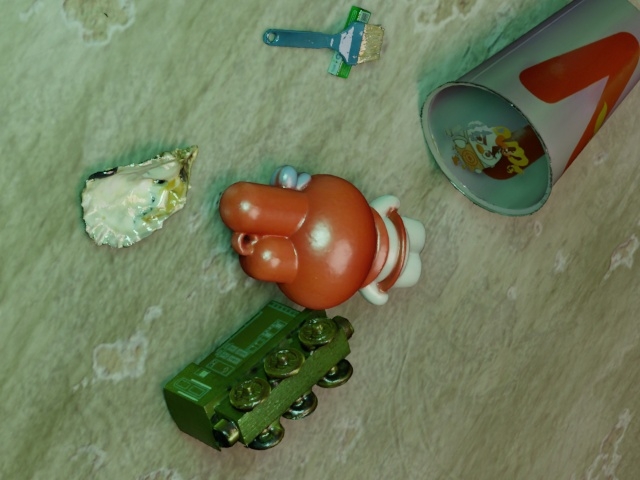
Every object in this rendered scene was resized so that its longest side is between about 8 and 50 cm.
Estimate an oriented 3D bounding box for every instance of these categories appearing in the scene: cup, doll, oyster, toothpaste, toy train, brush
[{"bbox_3d":[0.291,-0.188,2.302,0.288,0.203,0.203,-42,137,-33],"label":"cup"},{"bbox_3d":[0.000,0.000,2.129,0.290,0.130,0.161,8,93,-38],"label":"doll"},{"bbox_3d":[-0.195,-0.054,1.956,0.146,0.045,0.122,-55,144,3],"label":"oyster"},{"bbox_3d":[0.034,-0.230,2.122,0.020,0.017,0.083,10,104,-49],"label":"toothpaste"},{"bbox_3d":[-0.065,0.155,2.146,0.225,0.137,0.090,-40,131,-30],"label":"toy train"},{"bbox_3d":[0.004,-0.227,2.078,0.164,0.014,0.051,0,108,-37],"label":"brush"}]
